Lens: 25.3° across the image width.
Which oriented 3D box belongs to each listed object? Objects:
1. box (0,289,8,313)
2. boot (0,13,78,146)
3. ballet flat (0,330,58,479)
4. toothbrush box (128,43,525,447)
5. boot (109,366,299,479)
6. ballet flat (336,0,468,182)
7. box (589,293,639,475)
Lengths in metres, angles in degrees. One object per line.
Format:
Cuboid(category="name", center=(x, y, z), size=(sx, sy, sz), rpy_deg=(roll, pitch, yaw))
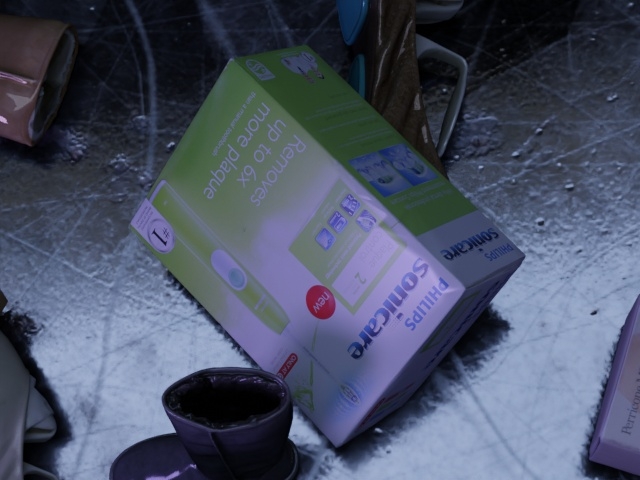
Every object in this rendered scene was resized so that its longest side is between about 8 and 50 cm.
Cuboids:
Cuboid(category="box", center=(-0.390, 0.119, 1.275), size=(0.165, 0.021, 0.201), rpy_deg=(-3, 40, 22))
Cuboid(category="boot", center=(-0.401, -0.138, 1.391), size=(0.270, 0.089, 0.236), rpy_deg=(14, 77, 8))
Cuboid(category="ballet flat", center=(-0.277, 0.196, 1.288), size=(0.086, 0.086, 0.248), rpy_deg=(-4, 67, 4))
Cuboid(category="toothbrush box", center=(0.000, 0.000, 1.242), size=(0.283, 0.122, 0.206), rpy_deg=(45, 123, 14))
Cuboid(category="boot", center=(-0.107, 0.171, 1.205), size=(0.190, 0.208, 0.076), rpy_deg=(-12, 72, 2))
Cuboid(category="ballet flat", center=(0.078, -0.187, 1.355), size=(0.124, 0.116, 0.342), rpy_deg=(1, 74, -13))
Cuboid(category="box", center=(0.398, 0.160, 1.205), size=(0.311, 0.121, 0.148), rpy_deg=(16, 76, 10))
